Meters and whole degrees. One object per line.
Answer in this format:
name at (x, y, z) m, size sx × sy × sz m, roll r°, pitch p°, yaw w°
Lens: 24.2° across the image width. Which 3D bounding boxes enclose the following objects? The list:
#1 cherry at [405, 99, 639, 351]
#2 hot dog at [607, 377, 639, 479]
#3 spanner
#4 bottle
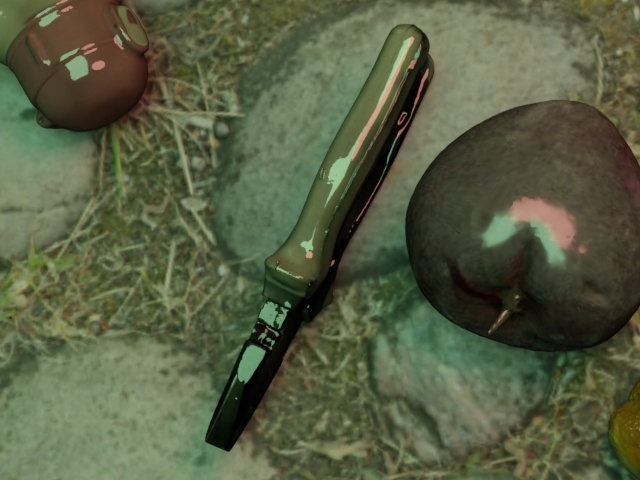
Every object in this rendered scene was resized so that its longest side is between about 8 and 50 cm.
cherry at (0.141, -0.009, 1.012) m, size 0.176 × 0.140 × 0.176 m, roll 1°, pitch 59°, yaw -1°
hot dog at (0.308, 0.053, 1.011) m, size 0.088 × 0.061 × 0.286 m, roll 39°, pitch 88°, yaw 25°
spanner at (0.000, 0.000, 1.055) m, size 0.040 × 0.095 × 0.325 m, roll 25°, pitch 86°, yaw 14°
bottle at (-0.216, -0.199, 1.117) m, size 0.120 × 0.120 × 0.253 m, roll -33°, pitch 78°, yaw 4°
